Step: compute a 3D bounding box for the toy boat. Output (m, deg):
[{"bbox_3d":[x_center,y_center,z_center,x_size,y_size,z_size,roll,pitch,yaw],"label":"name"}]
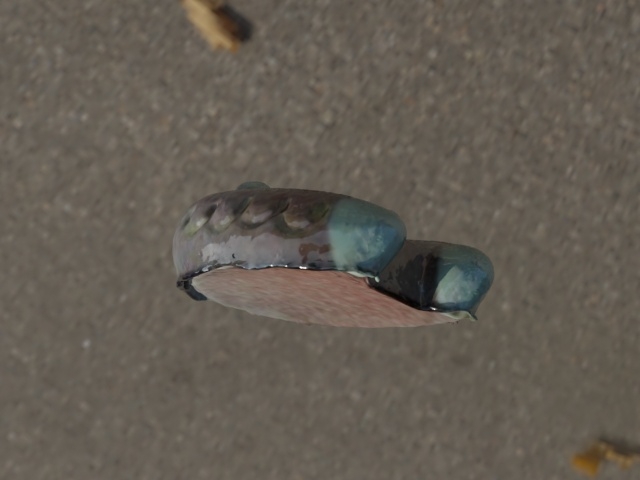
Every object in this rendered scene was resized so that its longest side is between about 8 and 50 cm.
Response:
[{"bbox_3d":[0.000,0.000,1.203,0.155,0.085,0.227,20,165,-39],"label":"toy boat"}]
